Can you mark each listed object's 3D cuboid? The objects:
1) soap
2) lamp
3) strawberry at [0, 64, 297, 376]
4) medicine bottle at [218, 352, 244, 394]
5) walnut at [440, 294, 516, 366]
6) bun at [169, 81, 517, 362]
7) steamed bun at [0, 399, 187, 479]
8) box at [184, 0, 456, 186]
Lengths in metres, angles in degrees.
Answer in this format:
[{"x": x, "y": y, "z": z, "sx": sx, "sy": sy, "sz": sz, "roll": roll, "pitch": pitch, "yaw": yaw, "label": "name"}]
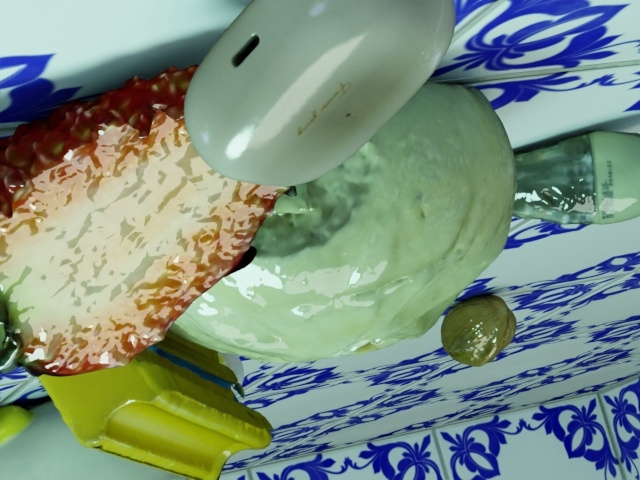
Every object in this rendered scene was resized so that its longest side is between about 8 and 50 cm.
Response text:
[{"x": -0.171, "y": 0.113, "z": 1.719, "sx": 0.096, "sy": 0.204, "sz": 0.324, "roll": -36, "pitch": 159, "yaw": 5, "label": "soap"}, {"x": 0.269, "y": -0.063, "z": 1.881, "sx": 0.250, "sy": 0.101, "sz": 0.101, "roll": -4, "pitch": 169, "yaw": 5, "label": "lamp"}, {"x": -0.149, "y": -0.035, "z": 1.386, "sx": 0.306, "sy": 0.137, "sz": 0.233, "roll": -35, "pitch": 140, "yaw": 0, "label": "strawberry"}, {"x": -0.183, "y": 0.169, "z": 2.286, "sx": 0.122, "sy": 0.121, "sz": 0.212, "roll": -23, "pitch": 166, "yaw": 30, "label": "medicine bottle"}, {"x": 0.233, "y": 0.130, "z": 2.696, "sx": 0.105, "sy": 0.105, "sz": 0.124, "roll": -6, "pitch": 156, "yaw": -37, "label": "walnut"}, {"x": 0.003, "y": 0.003, "z": 1.593, "sx": 0.364, "sy": 0.202, "sz": 0.364, "roll": -14, "pitch": 170, "yaw": -3, "label": "bun"}, {"x": -0.364, "y": 0.377, "z": 2.561, "sx": 0.374, "sy": 0.333, "sz": 0.334, "roll": -23, "pitch": 166, "yaw": 29, "label": "steamed bun"}, {"x": -0.001, "y": -0.116, "z": 1.225, "sx": 0.146, "sy": 0.088, "sz": 0.200, "roll": 8, "pitch": 136, "yaw": -49, "label": "box"}]
